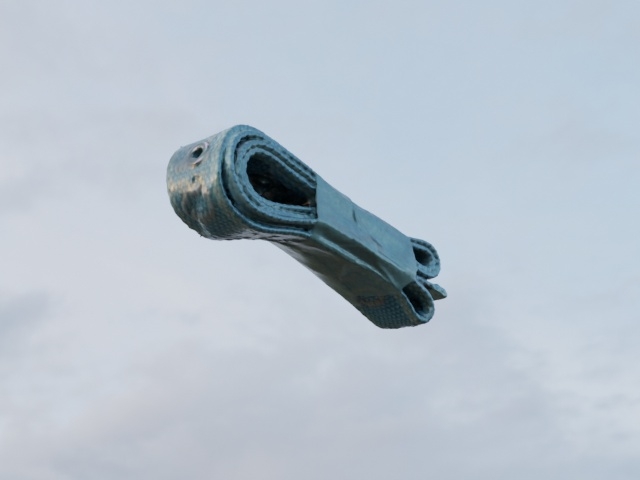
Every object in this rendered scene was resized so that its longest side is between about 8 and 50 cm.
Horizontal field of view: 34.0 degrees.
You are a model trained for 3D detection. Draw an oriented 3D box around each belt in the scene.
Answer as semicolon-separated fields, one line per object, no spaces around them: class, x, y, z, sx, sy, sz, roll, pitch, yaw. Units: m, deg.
belt;0.000;0.000;0.865;0.072;0.087;0.302;-20;-35;35
